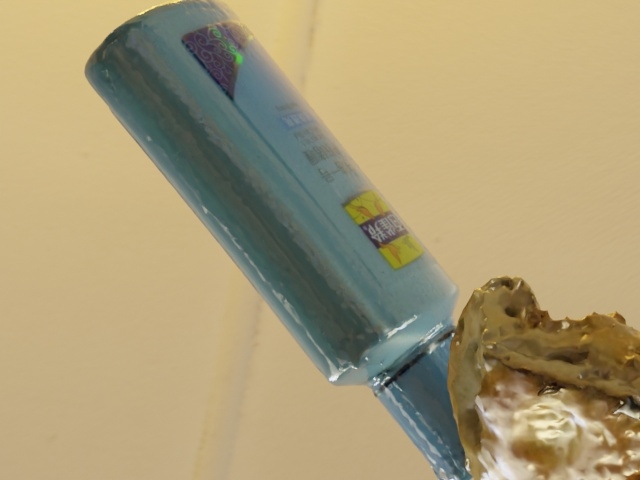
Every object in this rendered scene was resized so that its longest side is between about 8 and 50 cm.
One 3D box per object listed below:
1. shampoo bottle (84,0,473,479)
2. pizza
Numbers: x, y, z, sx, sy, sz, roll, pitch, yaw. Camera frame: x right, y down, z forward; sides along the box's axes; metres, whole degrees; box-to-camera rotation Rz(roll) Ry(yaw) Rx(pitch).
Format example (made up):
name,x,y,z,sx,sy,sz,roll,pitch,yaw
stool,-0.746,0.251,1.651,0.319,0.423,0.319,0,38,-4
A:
name,x,y,z,sx,sy,sz,roll,pitch,yaw
shampoo bottle,0.000,0.000,0.851,0.061,0.104,0.258,-43,-98,28
pizza,0.193,0.124,0.700,0.335,0.086,0.226,45,-47,-11
